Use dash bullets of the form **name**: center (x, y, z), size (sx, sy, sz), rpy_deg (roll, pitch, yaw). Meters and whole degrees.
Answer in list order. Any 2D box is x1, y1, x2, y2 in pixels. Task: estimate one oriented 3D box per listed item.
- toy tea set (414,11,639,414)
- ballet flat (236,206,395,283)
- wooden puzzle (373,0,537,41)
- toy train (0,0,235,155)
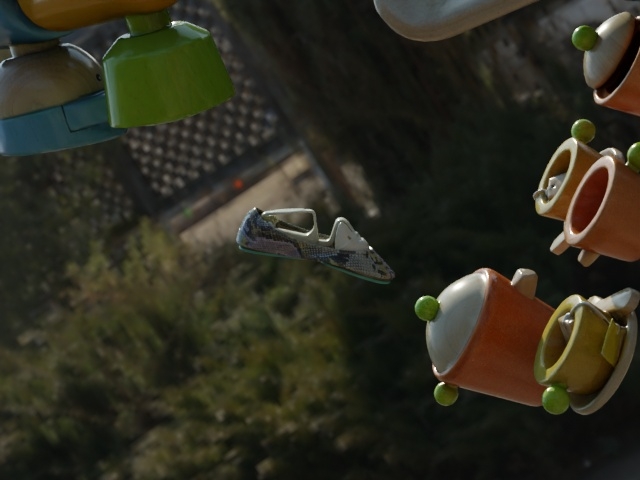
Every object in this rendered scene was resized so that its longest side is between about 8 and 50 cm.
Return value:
- **toy tea set**: center (0.174, -0.022, 1.100), size (0.200, 0.124, 0.336), rpy_deg (137, 154, -66)
- **ballet flat**: center (0.000, 0.000, 0.997), size (0.041, 0.114, 0.041), rpy_deg (-166, 90, -87)
- **wooden puzzle**: center (0.189, -0.297, 0.825), size (0.348, 0.080, 0.322), rpy_deg (-14, 48, 35)
- **toy train**: center (-0.064, -0.104, 0.493), size (0.105, 0.143, 0.248), rpy_deg (-24, 15, -36)
